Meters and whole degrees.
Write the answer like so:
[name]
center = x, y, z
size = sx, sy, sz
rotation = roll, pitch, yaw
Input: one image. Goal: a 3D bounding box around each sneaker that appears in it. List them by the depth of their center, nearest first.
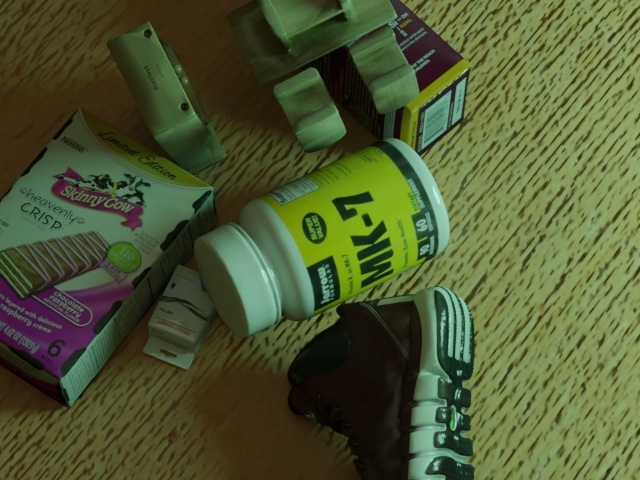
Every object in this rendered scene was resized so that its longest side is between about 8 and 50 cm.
[sneaker]
center = 0.044, 0.181, 1.692
size = 0.163, 0.106, 0.281
rotation = -2, 73, 27

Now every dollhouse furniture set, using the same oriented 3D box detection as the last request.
[dollhouse furniture set]
center = -0.052, -0.174, 1.779
size = 0.242, 0.161, 0.212
rotation = -27, 78, 1

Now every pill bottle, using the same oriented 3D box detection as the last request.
[pill bottle]
center = 0.000, 0.000, 1.745
size = 0.208, 0.119, 0.119
rotation = -26, 66, -18

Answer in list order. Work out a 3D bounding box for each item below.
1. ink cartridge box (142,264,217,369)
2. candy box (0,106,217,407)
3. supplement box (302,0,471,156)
[ink cartridge box]
center = -0.125, 0.070, 1.768
size = 0.048, 0.028, 0.083
rotation = 21, 65, 8
[candy box]
center = -0.224, 0.012, 1.772
size = 0.159, 0.071, 0.233
rotation = 31, 67, 15
[supplement box]
center = 0.049, -0.177, 1.851
size = 0.081, 0.104, 0.188
rotation = -39, 70, -19
